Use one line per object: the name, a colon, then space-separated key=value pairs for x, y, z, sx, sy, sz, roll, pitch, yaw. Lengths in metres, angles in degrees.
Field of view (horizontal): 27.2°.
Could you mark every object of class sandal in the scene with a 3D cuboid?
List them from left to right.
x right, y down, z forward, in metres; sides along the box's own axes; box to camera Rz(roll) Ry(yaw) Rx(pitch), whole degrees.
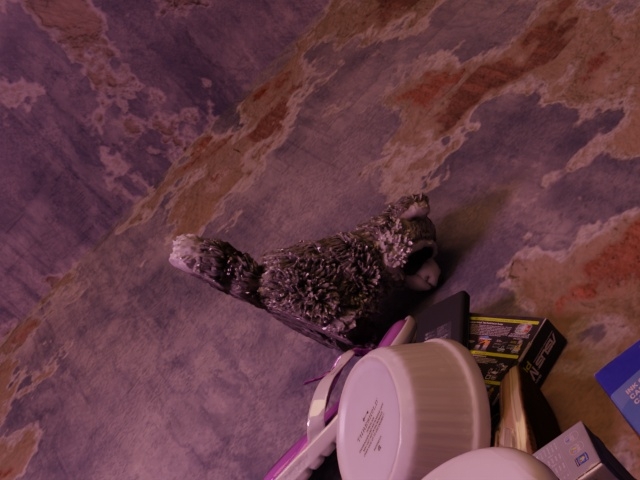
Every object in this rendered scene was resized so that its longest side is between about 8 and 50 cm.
sandal: x=0.009 y=0.270 z=2.165 sx=0.416 sy=0.102 sz=0.169 roll=-51 pitch=0 yaw=-12

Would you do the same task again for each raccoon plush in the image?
raccoon plush: x=0.000 y=0.000 z=2.308 sx=0.299 sy=0.446 sz=0.216 roll=-65 pitch=16 yaw=-12

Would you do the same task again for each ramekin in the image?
ramekin: x=0.122 y=0.272 z=1.882 sx=0.273 sy=0.127 sz=0.272 roll=-174 pitch=90 yaw=-67

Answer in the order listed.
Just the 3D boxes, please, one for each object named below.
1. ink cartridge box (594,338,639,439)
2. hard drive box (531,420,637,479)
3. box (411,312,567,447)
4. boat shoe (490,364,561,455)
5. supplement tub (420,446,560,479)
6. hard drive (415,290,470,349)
ink cartridge box: x=0.460 y=0.246 z=1.408 sx=0.151 sy=0.270 sz=0.395 roll=-37 pitch=26 yaw=7
hard drive box: x=0.283 y=0.358 z=1.602 sx=0.232 sy=0.181 sz=0.089 roll=-37 pitch=26 yaw=12
box: x=0.223 y=0.213 z=2.049 sx=0.270 sy=0.060 sz=0.216 roll=-1 pitch=49 yaw=55
boat shoe: x=0.269 y=0.297 z=1.807 sx=0.098 sy=0.109 sz=0.302 roll=-30 pitch=34 yaw=24
supplement tub: x=0.237 y=0.403 z=1.431 sx=0.235 sy=0.325 sz=0.235 roll=-34 pitch=27 yaw=20
hard drive: x=0.193 y=0.145 z=2.097 sx=0.094 sy=0.022 sz=0.135 roll=-30 pitch=29 yaw=28
